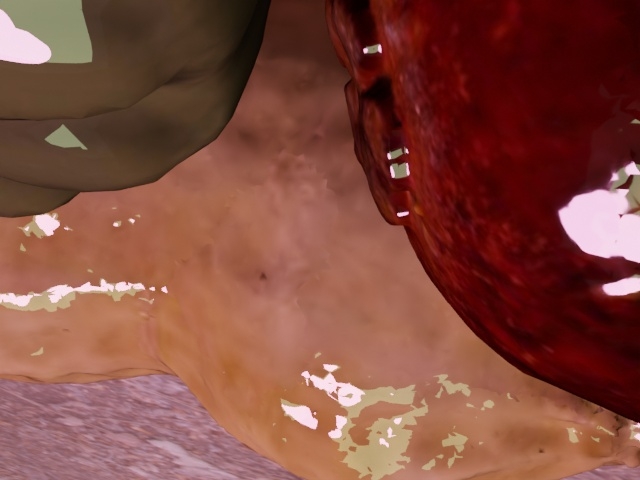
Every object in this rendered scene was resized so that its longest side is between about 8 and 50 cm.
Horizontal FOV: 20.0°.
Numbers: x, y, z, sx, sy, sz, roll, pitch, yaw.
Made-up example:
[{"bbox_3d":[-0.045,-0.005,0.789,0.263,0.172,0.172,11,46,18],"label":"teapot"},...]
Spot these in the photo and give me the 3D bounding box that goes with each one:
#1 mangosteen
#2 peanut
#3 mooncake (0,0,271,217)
[{"bbox_3d":[0.132,-0.065,0.465,0.257,0.215,0.215,-15,155,-1],"label":"mangosteen"},{"bbox_3d":[0.000,0.000,0.689,0.387,0.192,0.169,8,164,17],"label":"peanut"},{"bbox_3d":[-0.169,-0.135,0.459,0.356,0.194,0.356,16,162,6],"label":"mooncake"}]
